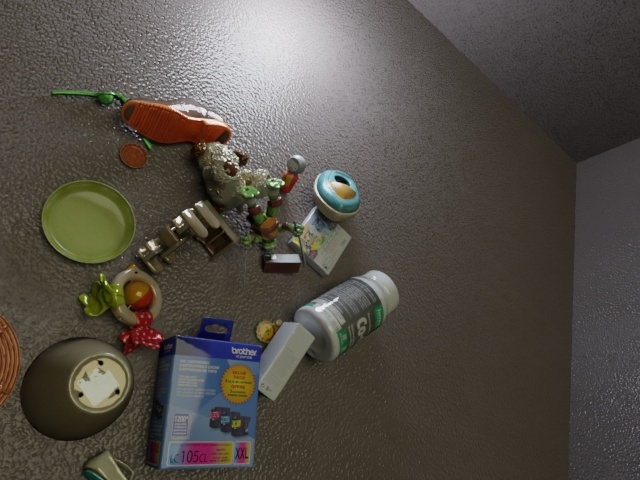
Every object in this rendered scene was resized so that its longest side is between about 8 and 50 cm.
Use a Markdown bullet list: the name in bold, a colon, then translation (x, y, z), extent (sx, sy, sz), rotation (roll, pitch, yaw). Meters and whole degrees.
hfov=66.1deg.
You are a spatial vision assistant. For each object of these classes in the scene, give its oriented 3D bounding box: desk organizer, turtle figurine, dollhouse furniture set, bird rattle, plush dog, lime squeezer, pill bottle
- **desk organizer**: translation (-0.135, 0.079, 1.695), extent (0.130, 0.050, 0.047), rotation (2, 39, -20)
- **turtle figurine**: translation (-0.152, -0.040, 1.561), extent (0.275, 0.197, 0.266), rotation (-86, 172, -53)
- **dollhouse furniture set**: translation (-0.370, 0.003, 1.456), extent (0.161, 0.212, 0.242), rotation (52, 25, -8)
- **bird rattle**: translation (-0.509, 0.176, 1.350), extent (0.253, 0.143, 0.207), rotation (45, 37, -18)
- **plush dog**: translation (-0.318, -0.223, 1.614), extent (0.262, 0.210, 0.226), rotation (11, 50, -55)
- **lime squeezer**: translation (-0.642, -0.404, 1.505), extent (0.310, 0.059, 0.110), rotation (30, 89, -26)
- **pill bottle**: translation (0.099, 0.250, 1.710), extent (0.361, 0.204, 0.204), rotation (-27, 91, -38)

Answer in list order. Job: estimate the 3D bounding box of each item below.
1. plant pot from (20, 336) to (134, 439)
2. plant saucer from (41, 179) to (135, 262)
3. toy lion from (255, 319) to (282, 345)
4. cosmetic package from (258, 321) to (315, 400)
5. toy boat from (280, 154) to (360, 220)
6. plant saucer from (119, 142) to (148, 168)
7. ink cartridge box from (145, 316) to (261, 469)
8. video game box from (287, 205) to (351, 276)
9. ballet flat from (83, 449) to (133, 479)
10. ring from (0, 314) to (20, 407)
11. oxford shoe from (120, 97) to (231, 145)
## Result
- **plant pot**: translation (-0.549, 0.344, 1.163), extent (0.256, 0.274, 0.257), rotation (12, 68, -33)
- **plant saucer**: translation (-0.647, -0.049, 1.378), extent (0.240, 0.037, 0.241), rotation (13, 67, -33)
- **toy lion**: translation (-0.165, 0.308, 1.612), extent (0.096, 0.034, 0.100), rotation (-18, 86, -32)
- **cosmetic package**: translation (-0.128, 0.371, 1.535), extent (0.085, 0.117, 0.231), rotation (44, 67, -17)
- **toy boat**: translation (0.011, -0.199, 1.804), extent (0.318, 0.148, 0.268), rotation (19, 34, -18)
- **plant saucer**: translation (-0.576, -0.261, 1.517), extent (0.083, 0.013, 0.084), rotation (13, 68, -33)
- **ink cartridge box**: translation (-0.320, 0.423, 1.385), extent (0.269, 0.151, 0.396), rotation (14, 65, -32)
- **video game box**: translation (0.000, 0.000, 1.825), extent (0.187, 0.048, 0.205), rotation (46, 53, -17)
- **ballet flat**: translation (-0.486, 0.631, 1.240), extent (0.248, 0.086, 0.086), rotation (53, 52, -8)
- **ring**: translation (-0.869, 0.285, 1.105), extent (0.336, 0.032, 0.337), rotation (13, 66, -33)
- **oxford shoe**: translation (-0.468, -0.395, 1.581), extent (0.363, 0.130, 0.133), rotation (7, 47, -46)
